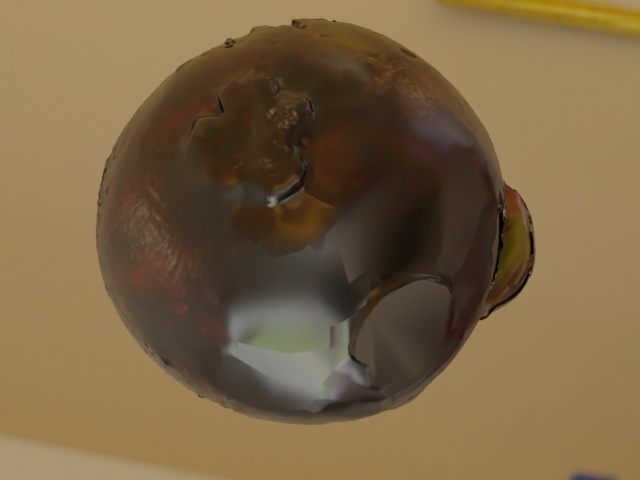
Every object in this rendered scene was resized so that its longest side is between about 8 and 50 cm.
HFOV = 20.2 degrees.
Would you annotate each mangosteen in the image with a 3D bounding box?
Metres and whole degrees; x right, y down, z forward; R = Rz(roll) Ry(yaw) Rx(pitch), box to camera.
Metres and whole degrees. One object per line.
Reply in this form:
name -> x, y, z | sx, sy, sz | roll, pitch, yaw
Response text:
mangosteen -> 0.007, 0.003, 1.669 | 0.421, 0.381, 0.381 | 42, -128, -35
